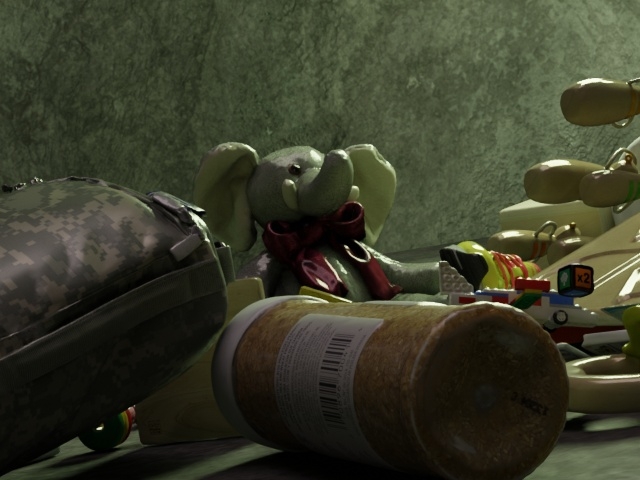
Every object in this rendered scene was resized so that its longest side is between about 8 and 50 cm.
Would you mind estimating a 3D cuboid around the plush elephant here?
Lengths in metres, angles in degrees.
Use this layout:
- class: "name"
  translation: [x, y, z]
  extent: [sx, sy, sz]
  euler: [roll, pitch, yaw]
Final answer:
- class: "plush elephant"
  translation: [0.000, 0.000, 2.140]
  extent: [0.272, 0.255, 0.330]
  euler: [-11, 3, -24]

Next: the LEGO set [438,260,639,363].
- class: "LEGO set"
  translation: [0.217, 0.054, 1.546]
  extent: [0.182, 0.060, 0.244]
  euler: [-9, -19, 31]

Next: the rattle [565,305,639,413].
- class: "rattle"
  translation: [0.189, 0.068, 1.375]
  extent: [0.199, 0.143, 0.130]
  euler: [-4, 21, -4]

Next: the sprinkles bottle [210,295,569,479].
- class: "sprinkles bottle"
  translation: [0.037, 0.101, 1.333]
  extent: [0.121, 0.121, 0.355]
  euler: [-11, 3, -23]

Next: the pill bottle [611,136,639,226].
- class: "pill bottle"
  translation: [0.494, -0.051, 2.279]
  extent: [0.161, 0.161, 0.283]
  euler: [-7, -5, 44]

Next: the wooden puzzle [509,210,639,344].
- class: "wooden puzzle"
  translation: [0.348, 0.025, 1.789]
  extent: [0.322, 0.080, 0.348]
  euler: [-28, 7, -30]

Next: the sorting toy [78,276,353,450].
- class: "sorting toy"
  translation: [-0.088, 0.102, 1.624]
  extent: [0.274, 0.132, 0.046]
  euler: [-8, 1, 22]

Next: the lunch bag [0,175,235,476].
- class: "lunch bag"
  translation: [-0.245, 0.076, 1.461]
  extent: [0.256, 0.212, 0.305]
  euler: [-7, 15, 46]

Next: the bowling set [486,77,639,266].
- class: "bowling set"
  translation: [0.328, -0.025, 2.102]
  extent: [0.154, 0.200, 0.287]
  euler: [-4, -43, -32]

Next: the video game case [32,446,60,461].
- class: "video game case"
  translation: [-0.448, 0.210, 1.671]
  extent: [0.329, 0.036, 0.300]
  euler: [-6, 4, 41]

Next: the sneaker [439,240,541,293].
- class: "sneaker"
  translation: [0.180, 0.040, 1.932]
  extent: [0.094, 0.081, 0.208]
  euler: [-21, -15, 2]

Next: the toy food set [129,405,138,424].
- class: "toy food set"
  translation: [-0.158, 0.165, 1.801]
  extent: [0.078, 0.019, 0.122]
  euler: [-11, 11, -31]

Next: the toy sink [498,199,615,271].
- class: "toy sink"
  translation: [0.361, -0.006, 2.364]
  extent: [0.153, 0.131, 0.234]
  euler: [-7, 9, 43]
